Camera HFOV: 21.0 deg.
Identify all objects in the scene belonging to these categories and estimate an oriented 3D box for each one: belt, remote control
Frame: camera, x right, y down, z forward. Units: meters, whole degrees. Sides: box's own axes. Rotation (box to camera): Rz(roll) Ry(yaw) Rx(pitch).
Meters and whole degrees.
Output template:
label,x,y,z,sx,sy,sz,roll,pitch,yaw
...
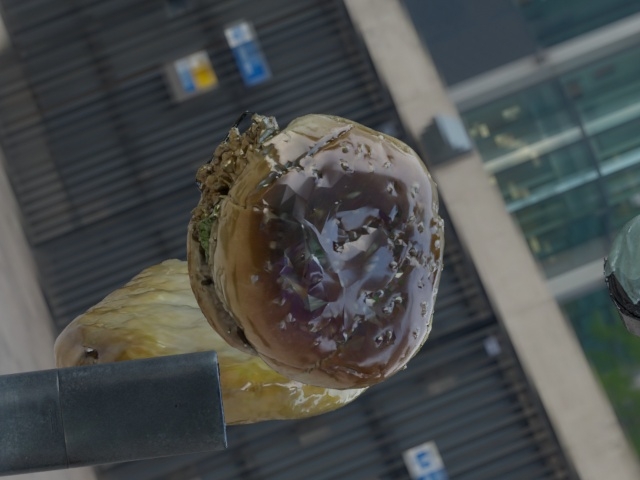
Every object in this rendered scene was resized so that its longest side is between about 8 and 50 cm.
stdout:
label,x,y,z,sx,sy,sz,roll,pitch,yaw
belt,0.339,0.037,1.724,0.058,0.105,0.140,55,35,-53
remote control,-0.289,0.188,1.806,0.044,0.377,0.107,-143,-134,-85

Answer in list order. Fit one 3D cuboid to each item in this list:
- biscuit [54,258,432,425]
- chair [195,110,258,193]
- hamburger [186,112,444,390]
label,x,y,z,sx,sy,sz,roll,pitch,yaw
biscuit,-0.104,0.134,2.145,0.446,0.429,0.104,-39,134,-65
chair,-0.049,-0.051,2.421,0.140,0.145,0.221,16,31,-43
hamburger,0.000,0.000,1.599,0.146,0.243,0.286,11,-48,63
